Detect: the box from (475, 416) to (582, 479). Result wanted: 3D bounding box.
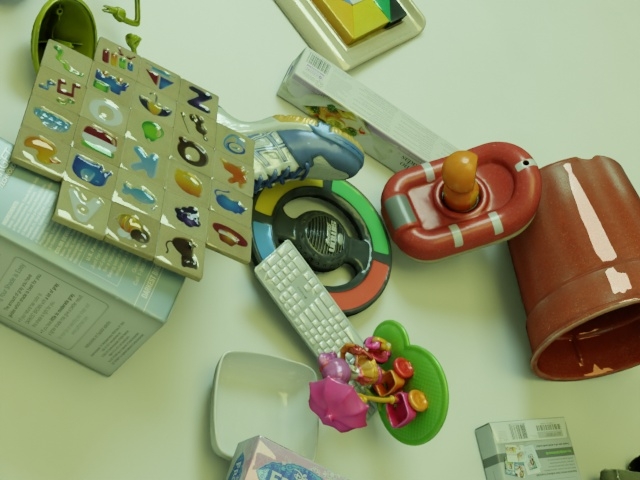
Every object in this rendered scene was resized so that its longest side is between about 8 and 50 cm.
[{"bbox_3d":[0.304,0.345,1.478,0.145,0.038,0.186,1,64,-31],"label":"box"}]

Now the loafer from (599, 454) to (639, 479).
[{"bbox_3d":[0.512,0.355,1.565,0.251,0.094,0.087,-3,72,-33],"label":"loafer"}]

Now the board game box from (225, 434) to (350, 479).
[{"bbox_3d":[0.001,0.430,1.182,0.319,0.066,0.318,30,58,-18],"label":"board game box"}]

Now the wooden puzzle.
[{"bbox_3d":[0.043,-0.396,1.707,0.239,0.044,0.221,-35,87,-39],"label":"wooden puzzle"}]

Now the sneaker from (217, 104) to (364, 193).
[{"bbox_3d":[-0.091,-0.097,1.410,0.297,0.112,0.131,8,64,-3],"label":"sneaker"}]

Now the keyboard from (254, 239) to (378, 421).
[{"bbox_3d":[0.009,0.120,1.396,0.072,0.014,0.256,-41,101,-29],"label":"keyboard"}]

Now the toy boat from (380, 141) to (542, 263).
[{"bbox_3d":[0.202,-0.073,1.499,0.231,0.151,0.151,-18,62,-7],"label":"toy boat"}]

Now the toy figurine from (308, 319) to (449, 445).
[{"bbox_3d":[0.052,0.177,1.322,0.159,0.130,0.173,5,53,-40],"label":"toy figurine"}]

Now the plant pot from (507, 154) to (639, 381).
[{"bbox_3d":[0.402,0.034,1.579,0.272,0.272,0.265,4,56,-30],"label":"plant pot"}]

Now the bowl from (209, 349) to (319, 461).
[{"bbox_3d":[-0.075,0.214,1.302,0.142,0.053,0.142,16,58,-25],"label":"bowl"}]

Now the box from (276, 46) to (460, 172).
[{"bbox_3d":[0.087,-0.171,1.601,0.324,0.063,0.067,31,54,-14],"label":"box"}]

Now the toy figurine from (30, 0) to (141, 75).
[{"bbox_3d":[-0.371,-0.394,1.400,0.191,0.217,0.362,-23,122,-52],"label":"toy figurine"}]

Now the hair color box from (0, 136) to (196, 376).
[{"bbox_3d":[-0.348,-0.005,1.163,0.374,0.185,0.113,30,53,-16],"label":"hair color box"}]

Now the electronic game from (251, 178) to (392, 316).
[{"bbox_3d":[0.000,0.000,1.466,0.229,0.048,0.229,15,58,-25],"label":"electronic game"}]

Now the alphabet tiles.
[{"bbox_3d":[-0.203,-0.105,1.223,0.285,0.011,0.342,25,37,-22],"label":"alphabet tiles"}]
